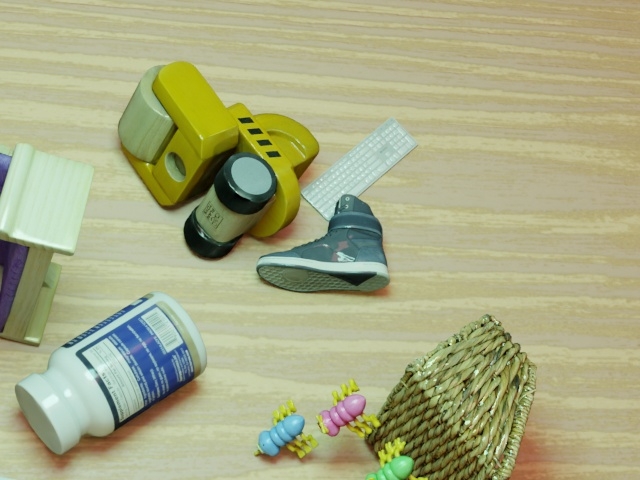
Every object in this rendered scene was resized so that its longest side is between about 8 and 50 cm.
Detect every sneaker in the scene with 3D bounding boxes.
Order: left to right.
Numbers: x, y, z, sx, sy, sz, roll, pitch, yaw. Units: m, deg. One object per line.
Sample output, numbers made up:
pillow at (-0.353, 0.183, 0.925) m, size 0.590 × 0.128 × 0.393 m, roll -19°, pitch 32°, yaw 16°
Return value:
sneaker at (0.000, 0.001, 2.165) m, size 0.226 × 0.086 × 0.163 m, roll 3°, pitch 59°, yaw -11°

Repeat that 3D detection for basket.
basket at (0.236, 0.281, 1.947) m, size 0.213 × 0.299 × 0.223 m, roll -29°, pitch 70°, yaw -28°

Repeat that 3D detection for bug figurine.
bug figurine at (0.027, 0.343, 1.930) m, size 0.279 × 0.216 × 0.072 m, roll 54°, pitch 20°, yaw 18°

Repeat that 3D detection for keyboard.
keyboard at (0.073, -0.131, 2.300) m, size 0.072 × 0.014 × 0.256 m, roll 43°, pitch 60°, yaw 11°

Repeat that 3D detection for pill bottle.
pill bottle at (-0.317, 0.202, 1.930) m, size 0.264 × 0.153 × 0.153 m, roll -32°, pitch 73°, yaw -27°

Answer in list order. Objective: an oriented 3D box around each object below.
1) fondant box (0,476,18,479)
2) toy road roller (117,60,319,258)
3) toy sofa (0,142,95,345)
fondant box at (-0.522, 0.445, 1.775) m, size 0.330 × 0.096 × 0.238 m, roll 15°, pitch 59°, yaw -7°
toy road roller at (-0.158, -0.152, 2.151) m, size 0.240 × 0.202 × 0.329 m, roll -30°, pitch 77°, yaw -40°
toy sofa at (-0.459, 0.010, 1.879) m, size 0.177 × 0.362 × 0.150 m, roll 16°, pitch 59°, yaw -13°
